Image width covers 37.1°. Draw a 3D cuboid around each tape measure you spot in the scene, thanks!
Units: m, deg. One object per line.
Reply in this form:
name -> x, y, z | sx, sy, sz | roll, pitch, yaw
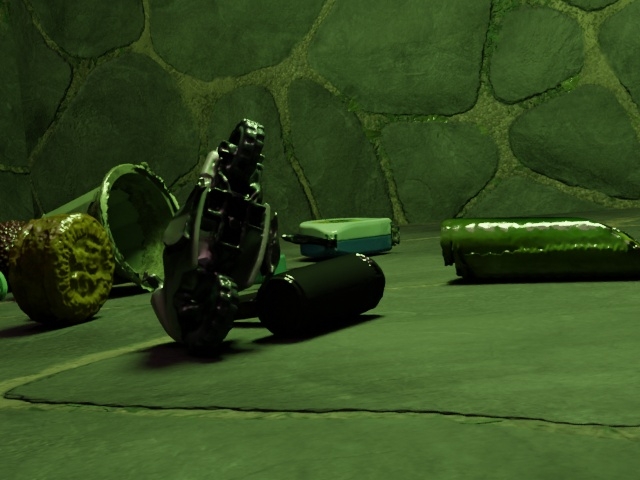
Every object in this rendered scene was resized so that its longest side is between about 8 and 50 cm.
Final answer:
tape measure -> 0.000, 0.000, 2.348 | 0.351, 0.097, 0.215 | -4, 4, -37

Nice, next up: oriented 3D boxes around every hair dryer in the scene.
hair dryer -> -0.062, 0.090, 1.351 | 0.251, 0.089, 0.197 | -14, 0, 35

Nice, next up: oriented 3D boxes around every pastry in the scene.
pastry -> -0.427, 0.048, 1.584 | 0.103, 0.188, 0.189 | 0, 5, 22

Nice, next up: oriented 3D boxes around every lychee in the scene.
lychee -> -0.745, 0.036, 2.308 | 0.188, 0.188, 0.188 | -5, 4, 0

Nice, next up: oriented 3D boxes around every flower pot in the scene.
flower pot -> -0.463, 0.002, 2.052 | 0.259, 0.290, 0.290 | -18, -2, 24

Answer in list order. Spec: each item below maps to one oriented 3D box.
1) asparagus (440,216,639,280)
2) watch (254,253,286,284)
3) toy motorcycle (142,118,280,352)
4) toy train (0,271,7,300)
asparagus -> 0.382, 0.012, 1.597 | 0.382, 0.108, 0.128 | -1, 11, 32
watch -> -0.161, 0.062, 1.936 | 0.195, 0.068, 0.237 | -4, -1, -13
toy motorcycle -> -0.143, 0.002, 1.256 | 0.143, 0.326, 0.188 | 19, -29, -22
toy train -> -0.749, 0.100, 1.806 | 0.194, 0.120, 0.298 | 9, 12, 44
